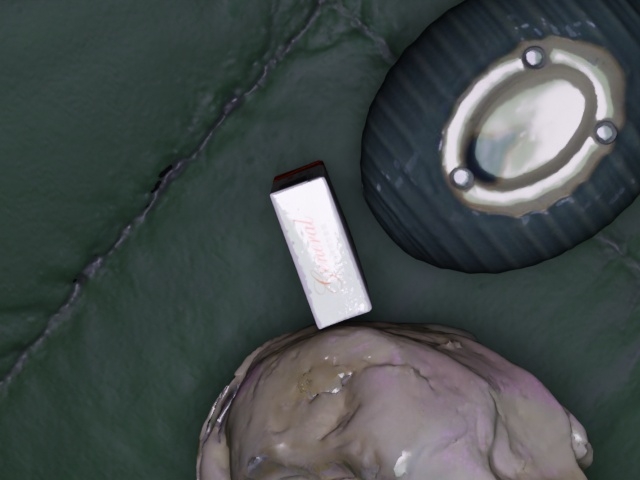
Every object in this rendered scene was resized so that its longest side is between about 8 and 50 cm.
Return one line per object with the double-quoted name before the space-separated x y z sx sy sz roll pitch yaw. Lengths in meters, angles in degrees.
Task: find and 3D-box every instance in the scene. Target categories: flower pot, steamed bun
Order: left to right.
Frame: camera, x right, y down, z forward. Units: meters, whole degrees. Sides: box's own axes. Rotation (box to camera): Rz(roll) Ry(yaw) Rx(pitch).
"steamed bun" 0.060 0.162 1.418 0.280 0.207 0.268 27 139 -23
"flower pot" 0.140 -0.082 1.405 0.243 0.157 0.189 -40 93 4

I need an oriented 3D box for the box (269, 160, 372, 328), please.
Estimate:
"box" 0.000 0.000 1.420 0.048 0.152 0.100 -18 96 0
